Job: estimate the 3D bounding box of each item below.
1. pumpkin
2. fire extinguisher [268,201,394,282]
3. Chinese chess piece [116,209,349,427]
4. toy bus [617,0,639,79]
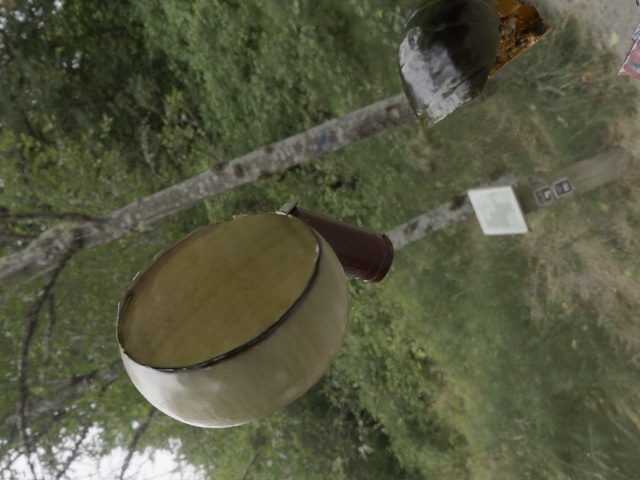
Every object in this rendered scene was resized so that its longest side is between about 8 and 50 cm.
[{"bbox_3d":[0.137,-0.194,0.605,0.107,0.119,0.183,50,-133,0],"label":"pumpkin"},{"bbox_3d":[0.000,0.000,1.064,0.269,0.105,0.104,18,-139,-32],"label":"fire extinguisher"},{"bbox_3d":[-0.094,0.078,0.687,0.257,0.257,0.104,-99,-12,-53],"label":"Chinese chess piece"},{"bbox_3d":[0.204,-0.152,0.272,0.065,0.077,0.192,-50,-20,-34],"label":"toy bus"}]
